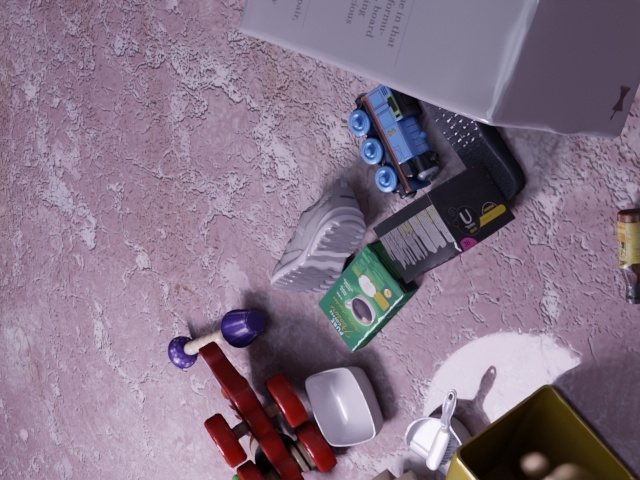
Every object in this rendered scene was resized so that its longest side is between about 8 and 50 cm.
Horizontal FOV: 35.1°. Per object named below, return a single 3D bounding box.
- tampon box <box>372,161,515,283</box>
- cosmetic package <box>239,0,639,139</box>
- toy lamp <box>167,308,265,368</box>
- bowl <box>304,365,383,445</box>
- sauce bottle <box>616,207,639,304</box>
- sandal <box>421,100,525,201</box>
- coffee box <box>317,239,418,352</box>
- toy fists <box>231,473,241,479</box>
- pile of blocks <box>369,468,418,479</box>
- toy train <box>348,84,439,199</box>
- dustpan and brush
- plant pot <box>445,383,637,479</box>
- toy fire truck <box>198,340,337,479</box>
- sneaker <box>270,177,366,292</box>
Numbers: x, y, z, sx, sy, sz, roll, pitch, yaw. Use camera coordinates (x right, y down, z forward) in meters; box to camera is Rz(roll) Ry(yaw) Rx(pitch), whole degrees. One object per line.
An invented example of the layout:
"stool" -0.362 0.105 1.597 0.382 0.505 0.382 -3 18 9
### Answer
"tampon box" 0.180 -0.025 1.495 0.101 0.120 0.161 58 148 1
"cosmetic package" 0.179 -0.338 1.217 0.394 0.329 0.327 27 108 35
"toy lamp" -0.207 0.195 2.012 0.275 0.080 0.080 -28 84 46
"bowl" 0.050 0.292 1.812 0.142 0.053 0.142 -22 88 47
"sauce bottle" 0.420 0.022 1.356 0.042 0.042 0.128 5 106 44
"sandal" 0.220 -0.176 1.484 0.097 0.054 0.254 -21 99 54
"coffee box" 0.077 0.096 1.722 0.113 0.040 0.184 52 133 18
"toy fists" -0.066 0.547 1.990 0.279 0.096 0.142 26 136 36
"pile of blocks" 0.124 0.552 1.817 0.112 0.149 0.362 -101 27 -65
"toy train" 0.118 -0.156 1.567 0.105 0.080 0.184 -29 83 40
"dustpan and brush" 0.205 0.317 1.662 0.147 0.060 0.211 35 126 31
"plant pot" 0.304 0.381 1.498 0.212 0.212 0.187 50 145 19
"toy fire truck" -0.117 0.348 1.911 0.302 0.169 0.254 62 170 -28
"sneaker" 0.000 0.000 1.749 0.281 0.105 0.115 -46 38 48
